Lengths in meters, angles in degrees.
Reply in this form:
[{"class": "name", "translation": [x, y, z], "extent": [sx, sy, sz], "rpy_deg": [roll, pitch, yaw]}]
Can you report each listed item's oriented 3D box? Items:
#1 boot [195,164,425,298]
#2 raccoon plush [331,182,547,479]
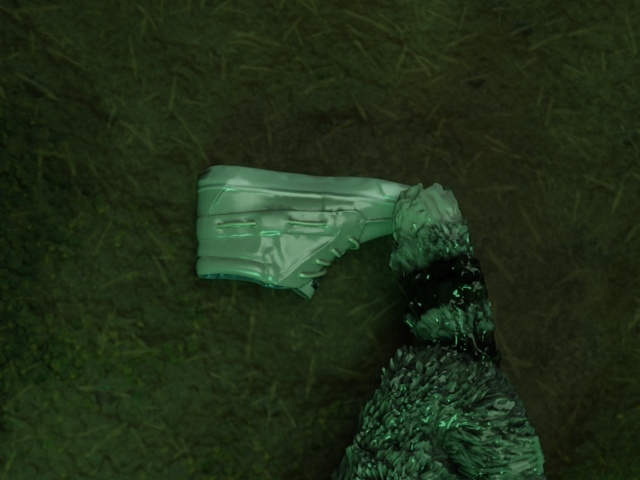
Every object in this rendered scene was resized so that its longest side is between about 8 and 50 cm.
[{"class": "boot", "translation": [0.000, 0.000, 1.736], "extent": [0.258, 0.095, 0.123], "rpy_deg": [5, 80, -4]}, {"class": "raccoon plush", "translation": [0.032, 0.195, 1.646], "extent": [0.299, 0.216, 0.446], "rpy_deg": [-12, 68, -9]}]
